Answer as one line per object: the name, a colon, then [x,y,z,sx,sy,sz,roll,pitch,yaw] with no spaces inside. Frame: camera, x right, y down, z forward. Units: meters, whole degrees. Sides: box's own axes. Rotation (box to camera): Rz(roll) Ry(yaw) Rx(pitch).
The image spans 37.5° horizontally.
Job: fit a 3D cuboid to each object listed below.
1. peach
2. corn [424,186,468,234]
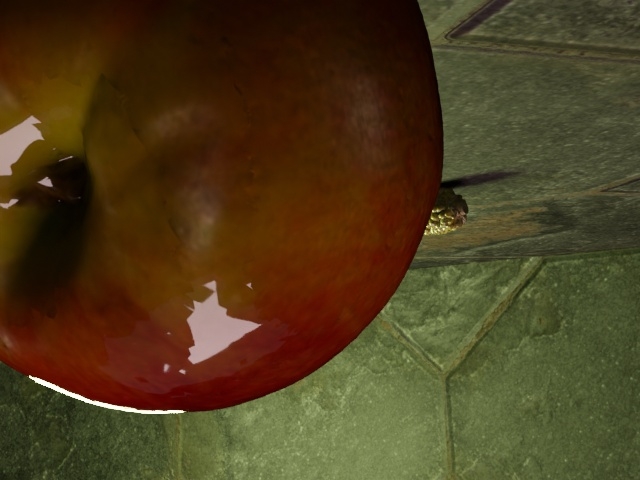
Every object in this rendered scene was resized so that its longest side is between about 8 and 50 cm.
peach: [-0.092,-0.070,0.648,0.388,0.388,0.388,-3,172,0]
corn: [0.153,-0.048,1.761,0.288,0.087,0.086,-6,172,41]
